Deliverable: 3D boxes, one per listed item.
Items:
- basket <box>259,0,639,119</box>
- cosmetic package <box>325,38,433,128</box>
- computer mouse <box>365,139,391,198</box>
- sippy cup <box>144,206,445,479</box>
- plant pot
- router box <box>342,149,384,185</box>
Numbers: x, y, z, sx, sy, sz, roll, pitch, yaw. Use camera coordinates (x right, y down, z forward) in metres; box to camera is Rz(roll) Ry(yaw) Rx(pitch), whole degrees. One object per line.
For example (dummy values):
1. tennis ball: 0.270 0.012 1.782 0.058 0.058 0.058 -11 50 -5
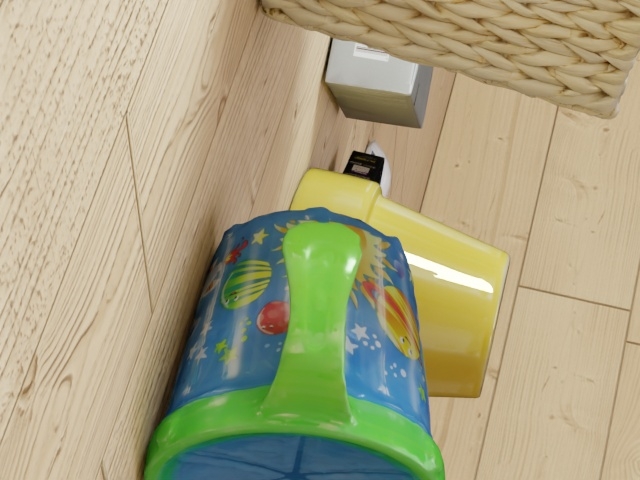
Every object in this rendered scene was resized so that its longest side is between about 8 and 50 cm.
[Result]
1. basket: 0.140 -0.317 1.438 0.328 0.331 0.266 -70 176 -48
2. cosmetic package: 0.072 -0.207 2.002 0.238 0.107 0.127 25 75 -80
3. computer mouse: 0.070 -0.046 2.546 0.106 0.042 0.193 -15 118 -82
4. sippy cup: -0.013 0.105 1.430 0.305 0.240 0.224 -30 -136 42
5. plant pot: 0.076 0.067 1.954 0.254 0.239 0.254 12 90 -83
6. router box: 0.034 -0.001 2.174 0.133 0.046 0.179 -65 166 -61
